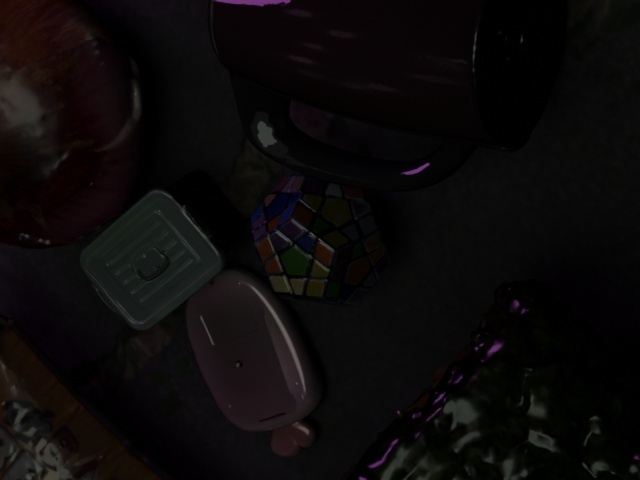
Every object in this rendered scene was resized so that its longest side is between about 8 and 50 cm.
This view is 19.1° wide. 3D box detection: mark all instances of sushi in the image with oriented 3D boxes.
[{"bbox_3d":[0.088,0.201,1.327,0.178,0.294,0.352,44,97,2],"label":"sushi"}]

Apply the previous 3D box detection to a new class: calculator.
[{"bbox_3d":[-0.052,0.099,1.526,0.103,0.024,0.166,-22,97,31],"label":"calculator"}]

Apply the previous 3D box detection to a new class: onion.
[{"bbox_3d":[-0.247,-0.090,1.473,0.230,0.163,0.230,8,116,16],"label":"onion"}]

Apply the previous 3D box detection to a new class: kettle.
[{"bbox_3d":[0.040,-0.133,1.334,0.232,0.144,0.202,12,123,30],"label":"kettle"}]

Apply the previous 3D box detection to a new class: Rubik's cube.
[{"bbox_3d":[0.000,0.000,1.421,0.111,0.111,0.093,5,83,25],"label":"Rubik's cube"}]

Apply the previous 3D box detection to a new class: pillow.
[{"bbox_3d":[-0.238,0.248,1.621,0.310,0.119,0.312,43,123,11],"label":"pillow"}]

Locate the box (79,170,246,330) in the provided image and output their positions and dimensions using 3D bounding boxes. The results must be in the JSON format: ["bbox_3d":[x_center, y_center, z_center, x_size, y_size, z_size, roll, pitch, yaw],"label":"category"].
[{"bbox_3d":[-0.121,0.004,1.496,0.122,0.069,0.084,-38,96,33],"label":"box"}]
